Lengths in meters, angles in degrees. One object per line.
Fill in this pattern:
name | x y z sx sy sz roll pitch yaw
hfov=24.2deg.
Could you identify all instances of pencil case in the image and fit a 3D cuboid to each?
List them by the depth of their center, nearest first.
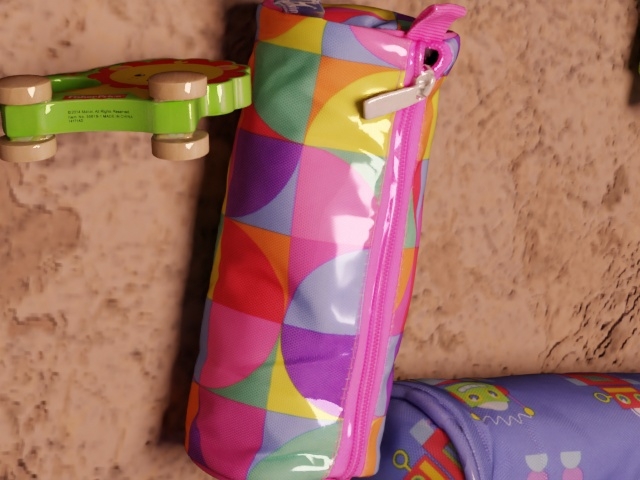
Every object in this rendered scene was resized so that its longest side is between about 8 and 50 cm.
pencil case | 0.000 0.000 0.695 0.104 0.104 0.236 0 105 -41
pencil case | 0.139 0.138 0.847 0.306 0.119 0.133 3 109 -41

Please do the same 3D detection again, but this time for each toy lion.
toy lion | -0.079 -0.061 0.626 0.100 0.096 0.034 -1 108 1

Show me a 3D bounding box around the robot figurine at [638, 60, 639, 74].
robot figurine | 0.227 -0.125 0.874 0.101 0.067 0.115 7 98 -52
